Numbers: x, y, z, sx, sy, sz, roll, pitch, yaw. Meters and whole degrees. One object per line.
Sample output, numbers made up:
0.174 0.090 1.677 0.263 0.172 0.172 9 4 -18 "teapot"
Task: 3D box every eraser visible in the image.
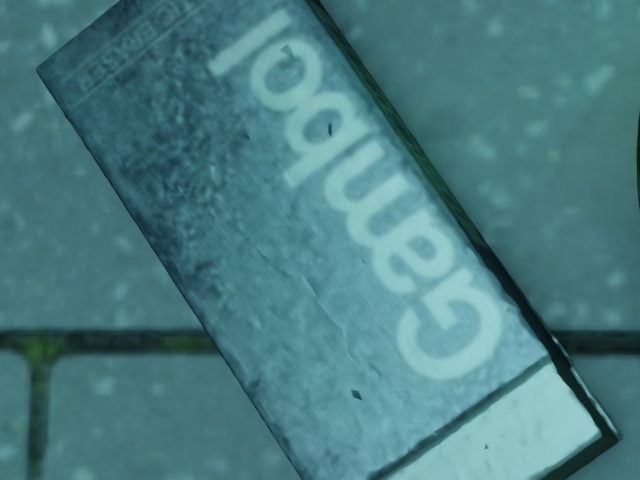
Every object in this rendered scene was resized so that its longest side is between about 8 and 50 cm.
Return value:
0.000 0.000 0.537 0.092 0.046 0.212 -37 73 9 "eraser"

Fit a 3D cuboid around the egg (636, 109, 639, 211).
0.173 0.004 0.422 0.169 0.169 0.231 -19 89 13 "egg"
